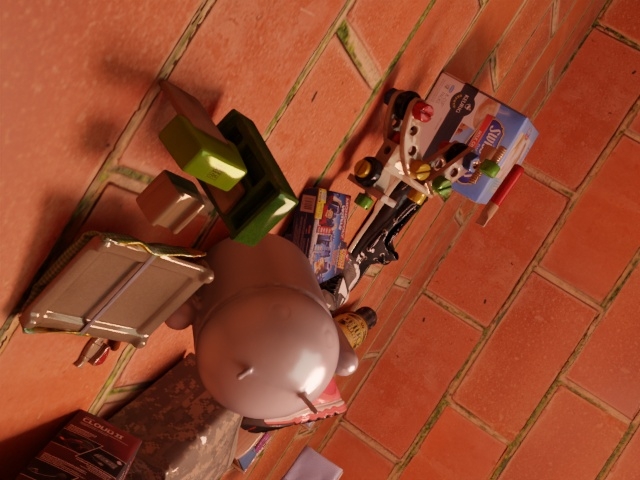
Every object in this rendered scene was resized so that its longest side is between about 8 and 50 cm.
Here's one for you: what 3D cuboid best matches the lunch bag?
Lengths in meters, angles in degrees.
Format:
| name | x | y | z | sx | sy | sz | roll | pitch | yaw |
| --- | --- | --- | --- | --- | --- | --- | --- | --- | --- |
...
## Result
| name | x | y | z | sx | sy | sz | roll | pitch | yaw |
| --- | --- | --- | --- | --- | --- | --- | --- | --- | --- |
| lunch bag | -0.263 | 0.379 | 1.398 | 0.235 | 0.169 | 0.287 | -38 | 152 | -49 |

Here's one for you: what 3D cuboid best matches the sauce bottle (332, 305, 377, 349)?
| name | x | y | z | sx | sy | sz | roll | pitch | yaw |
| --- | --- | --- | --- | --- | --- | --- | --- | --- | --- |
| sauce bottle | 0.067 | 0.260 | 2.264 | 0.111 | 0.111 | 0.344 | -63 | 165 | 23 |

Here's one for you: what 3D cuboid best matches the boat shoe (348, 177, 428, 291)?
| name | x | y | z | sx | sy | sz | roll | pitch | yaw |
| --- | --- | --- | --- | --- | --- | --- | --- | --- | --- |
| boat shoe | 0.156 | 0.003 | 2.014 | 0.340 | 0.113 | 0.127 | -59 | 165 | 7 |

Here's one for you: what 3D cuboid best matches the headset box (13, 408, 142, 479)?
| name | x | y | z | sx | sy | sz | roll | pitch | yaw |
| --- | --- | --- | --- | --- | --- | --- | --- | --- | --- |
| headset box | -0.363 | 0.382 | 1.093 | 0.218 | 0.110 | 0.293 | -62 | -179 | 11 |

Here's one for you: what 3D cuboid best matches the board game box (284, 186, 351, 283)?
| name | x | y | z | sx | sy | sz | roll | pitch | yaw |
| --- | --- | --- | --- | --- | --- | --- | --- | --- | --- |
| board game box | 0.000 | 0.000 | 1.559 | 0.194 | 0.060 | 0.194 | 8 | 92 | -65 |

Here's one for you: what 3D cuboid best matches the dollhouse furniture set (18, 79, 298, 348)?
| name | x | y | z | sx | sy | sz | roll | pitch | yaw |
| --- | --- | --- | --- | --- | --- | --- | --- | --- | --- |
| dollhouse furniture set | -0.210 | -0.027 | 0.954 | 0.301 | 0.151 | 0.197 | -43 | 147 | 16 |

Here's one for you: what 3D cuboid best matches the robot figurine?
| name | x | y | z | sx | sy | sz | roll | pitch | yaw |
| --- | --- | --- | --- | --- | --- | --- | --- | --- | --- |
| robot figurine | -0.086 | 0.120 | 1.178 | 0.353 | 0.300 | 0.199 | -113 | -137 | -61 |

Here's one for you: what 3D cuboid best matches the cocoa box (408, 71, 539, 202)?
| name | x | y | z | sx | sy | sz | roll | pitch | yaw |
| --- | --- | --- | --- | --- | --- | --- | --- | --- | --- |
| cocoa box | 0.369 | -0.237 | 1.967 | 0.231 | 0.228 | 0.347 | -60 | 164 | 11 |

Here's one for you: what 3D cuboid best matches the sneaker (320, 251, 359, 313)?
| name | x | y | z | sx | sy | sz | roll | pitch | yaw |
| --- | --- | --- | --- | --- | --- | --- | --- | --- | --- |
| sneaker | 0.031 | 0.113 | 1.921 | 0.106 | 0.078 | 0.234 | -50 | 165 | -33 |

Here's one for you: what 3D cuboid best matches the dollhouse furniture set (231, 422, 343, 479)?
| name | x | y | z | sx | sy | sz | roll | pitch | yaw |
| --- | --- | --- | --- | --- | --- | --- | --- | --- | --- |
| dollhouse furniture set | -0.058 | 0.571 | 2.135 | 0.286 | 0.303 | 0.198 | -51 | 164 | -21 |

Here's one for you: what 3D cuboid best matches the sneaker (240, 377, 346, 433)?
| name | x | y | z | sx | sy | sz | roll | pitch | yaw |
| --- | --- | --- | --- | --- | --- | --- | --- | --- | --- |
| sneaker | -0.084 | 0.408 | 2.066 | 0.314 | 0.136 | 0.116 | -3 | 162 | -36 |

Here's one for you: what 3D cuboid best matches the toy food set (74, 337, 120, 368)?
| name | x | y | z | sx | sy | sz | roll | pitch | yaw |
| --- | --- | --- | --- | --- | --- | --- | --- | --- | --- |
| toy food set | -0.284 | 0.131 | 1.118 | 0.122 | 0.019 | 0.078 | -56 | 164 | -4 |

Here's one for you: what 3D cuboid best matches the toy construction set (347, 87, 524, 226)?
| name | x | y | z | sx | sy | sz | roll | pitch | yaw |
| --- | --- | --- | --- | --- | --- | --- | --- | --- | --- |
| toy construction set | 0.205 | -0.123 | 1.590 | 0.237 | 0.309 | 0.257 | -56 | 156 | -1 |
